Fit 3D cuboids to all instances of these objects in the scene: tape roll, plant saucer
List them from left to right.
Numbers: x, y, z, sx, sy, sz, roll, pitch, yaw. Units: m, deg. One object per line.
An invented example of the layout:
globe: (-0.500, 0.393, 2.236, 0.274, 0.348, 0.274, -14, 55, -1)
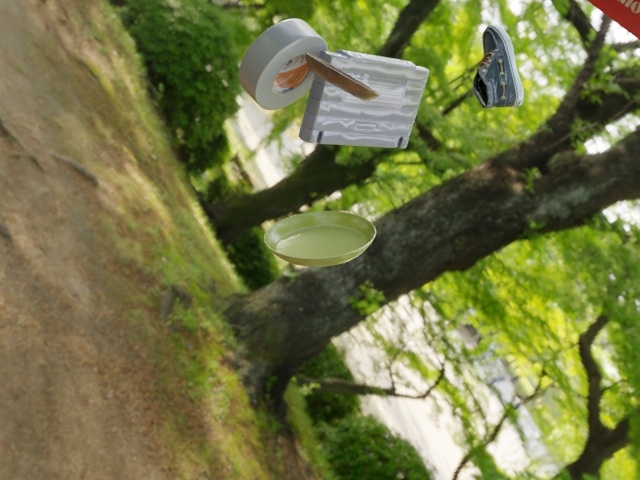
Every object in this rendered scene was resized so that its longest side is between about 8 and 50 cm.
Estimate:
tape roll: (-0.087, -0.419, 1.876, 0.072, 0.219, 0.219, 50, 9, 21)
plant saucer: (0.000, 0.000, 1.690, 0.241, 0.241, 0.037, -99, -177, -65)
plant saucer: (0.040, -0.319, 1.551, 0.168, 0.029, 0.168, 28, 14, -8)

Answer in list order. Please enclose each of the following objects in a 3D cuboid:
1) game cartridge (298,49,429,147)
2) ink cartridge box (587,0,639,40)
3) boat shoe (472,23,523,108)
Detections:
game cartridge: (0.114, -0.352, 1.979, 0.355, 0.230, 0.068, -3, 23, -42)
ink cartridge box: (0.725, -0.577, 1.794, 0.309, 0.272, 0.130, 43, -34, 12)
boat shoe: (0.340, -0.348, 1.562, 0.065, 0.083, 0.183, 129, -50, -65)
